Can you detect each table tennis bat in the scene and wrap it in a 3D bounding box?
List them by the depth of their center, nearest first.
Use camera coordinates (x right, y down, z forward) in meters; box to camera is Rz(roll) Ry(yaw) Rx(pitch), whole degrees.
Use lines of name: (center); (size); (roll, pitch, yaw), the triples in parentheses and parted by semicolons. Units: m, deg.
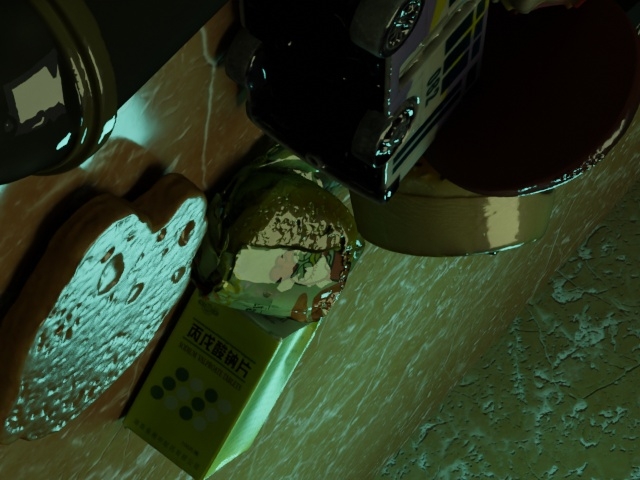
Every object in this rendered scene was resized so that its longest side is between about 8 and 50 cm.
table tennis bat: (0.188, -0.193, 1.974); (0.268, 0.414, 0.051); (-56, 136, -5)

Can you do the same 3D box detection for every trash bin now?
trash bin: (-0.203, -0.166, 1.260); (0.334, 0.214, 0.214); (-44, 161, -41)

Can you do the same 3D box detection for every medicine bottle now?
medicine bottle: (-0.126, 0.165, 2.247); (0.250, 0.137, 0.141); (-61, 164, 24)

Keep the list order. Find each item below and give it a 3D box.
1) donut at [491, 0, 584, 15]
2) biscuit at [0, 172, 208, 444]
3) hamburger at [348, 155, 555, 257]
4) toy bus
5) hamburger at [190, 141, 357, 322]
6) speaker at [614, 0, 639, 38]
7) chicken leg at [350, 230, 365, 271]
donut: (0.250, -0.422, 1.835); (0.382, 0.142, 0.383); (2, 90, -87)
biscuit: (-0.242, 0.065, 1.876); (0.312, 0.057, 0.351); (-37, 158, -45)
hamburger: (0.173, -0.085, 2.338); (0.300, 0.300, 0.176); (-24, 119, -59)
toy bus: (0.047, -0.254, 1.779); (0.249, 0.209, 0.440); (-50, 161, -22)
hamburger: (-0.048, -0.018, 2.091); (0.214, 0.125, 0.235); (25, 97, -51)
speaker: (0.311, -0.309, 2.350); (0.254, 0.232, 0.184); (-42, 158, -38)
chicken leg: (0.000, 0.000, 2.386); (0.103, 0.088, 0.227); (-47, 159, 10)
